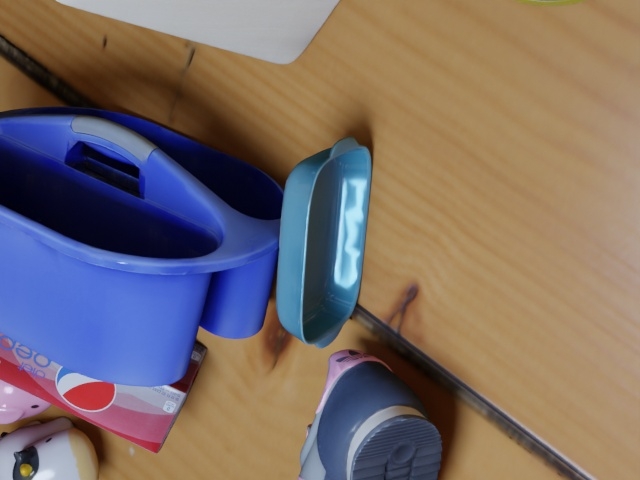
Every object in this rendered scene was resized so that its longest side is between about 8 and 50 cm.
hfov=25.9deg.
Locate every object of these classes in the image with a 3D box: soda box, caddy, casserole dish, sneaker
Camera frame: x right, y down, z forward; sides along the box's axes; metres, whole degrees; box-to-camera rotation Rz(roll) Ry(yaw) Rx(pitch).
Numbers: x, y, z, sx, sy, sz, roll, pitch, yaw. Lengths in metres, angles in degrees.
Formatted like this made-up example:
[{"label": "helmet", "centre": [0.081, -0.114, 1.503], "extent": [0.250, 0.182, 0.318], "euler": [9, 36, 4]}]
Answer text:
[{"label": "soda box", "centre": [-0.250, 0.100, 1.349], "extent": [0.263, 0.092, 0.083], "euler": [26, 118, -2]}, {"label": "caddy", "centre": [-0.188, -0.021, 1.245], "extent": [0.341, 0.241, 0.179], "euler": [23, 120, 27]}, {"label": "casserole dish", "centre": [0.000, 0.000, 1.194], "extent": [0.037, 0.114, 0.189], "euler": [15, 112, 25]}, {"label": "sneaker", "centre": [0.023, 0.240, 1.277], "extent": [0.131, 0.112, 0.319], "euler": [58, 140, 45]}]

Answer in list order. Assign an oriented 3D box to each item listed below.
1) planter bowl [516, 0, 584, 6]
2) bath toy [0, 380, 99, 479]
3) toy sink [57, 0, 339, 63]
[{"label": "planter bowl", "centre": [0.150, -0.278, 1.028], "extent": [0.217, 0.090, 0.217], "euler": [11, 110, 33]}, {"label": "bath toy", "centre": [-0.320, 0.166, 1.460], "extent": [0.151, 0.129, 0.348], "euler": [-12, 96, 37]}, {"label": "toy sink", "centre": [-0.098, -0.266, 1.161], "extent": [0.153, 0.234, 0.131], "euler": [-52, 44, 34]}]
